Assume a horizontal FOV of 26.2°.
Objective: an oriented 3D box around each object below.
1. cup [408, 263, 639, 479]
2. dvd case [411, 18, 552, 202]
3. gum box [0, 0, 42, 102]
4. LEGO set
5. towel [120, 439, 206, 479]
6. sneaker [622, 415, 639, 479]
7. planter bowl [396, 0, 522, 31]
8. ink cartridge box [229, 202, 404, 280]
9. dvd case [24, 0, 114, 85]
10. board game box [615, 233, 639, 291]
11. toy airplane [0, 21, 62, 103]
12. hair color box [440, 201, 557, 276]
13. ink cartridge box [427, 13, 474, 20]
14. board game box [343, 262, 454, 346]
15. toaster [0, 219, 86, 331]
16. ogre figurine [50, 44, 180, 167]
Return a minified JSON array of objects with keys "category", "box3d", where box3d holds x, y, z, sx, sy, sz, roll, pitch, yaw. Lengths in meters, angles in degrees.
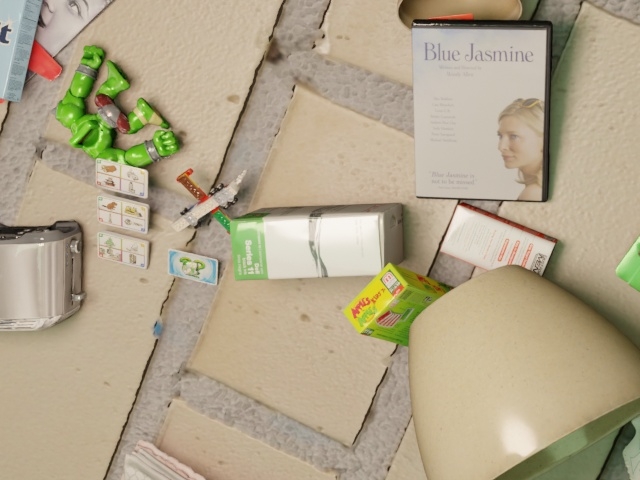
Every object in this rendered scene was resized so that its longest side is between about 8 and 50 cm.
[{"category":"cup","box3d":[0.244,0.172,1.761,0.331,0.331,0.237,-34,72,16]},{"category":"dvd case","box3d":[0.212,-0.168,1.810,0.180,0.022,0.253,3,118,12]},{"category":"gum box","box3d":[-0.482,-0.302,1.966,0.157,0.041,0.184,15,92,26]},{"category":"LEGO set","box3d":[-0.196,-0.029,1.954,0.244,0.060,0.182,13,129,9]},{"category":"towel","box3d":[-0.179,0.492,1.958,0.331,0.053,0.317,27,116,25]},{"category":"sneaker","box3d":[0.436,0.305,1.850,0.061,0.053,0.152,12,94,22]},{"category":"planter bowl","box3d":[0.180,-0.343,1.786,0.162,0.162,0.109,-3,69,14]},{"category":"ink cartridge box","box3d":[0.000,0.000,1.864,0.208,0.153,0.087,-2,96,15]},{"category":"dvd case","box3d":[-0.411,-0.352,1.992,0.221,0.018,0.164,-39,86,15]},{"category":"board game box","box3d":[0.526,0.065,1.801,0.259,0.039,0.124,34,103,5]},{"category":"toy airplane","box3d":[-0.454,-0.264,1.991,0.151,0.028,0.151,2,98,15]},{"category":"hair color box","box3d":[0.241,0.007,1.860,0.141,0.043,0.072,23,102,11]},{"category":"ink cartridge box","box3d":[0.180,-0.249,1.811,0.062,0.115,0.029,-4,57,15]},{"category":"board game box","box3d":[0.117,0.092,1.831,0.092,0.181,0.043,-47,58,15]},{"category":"toaster","box3d":[-0.451,0.051,1.997,0.226,0.129,0.147,-1,99,13]},{"category":"ogre figurine","box3d":[-0.301,-0.172,1.948,0.118,0.097,0.197,-41,99,5]}]
